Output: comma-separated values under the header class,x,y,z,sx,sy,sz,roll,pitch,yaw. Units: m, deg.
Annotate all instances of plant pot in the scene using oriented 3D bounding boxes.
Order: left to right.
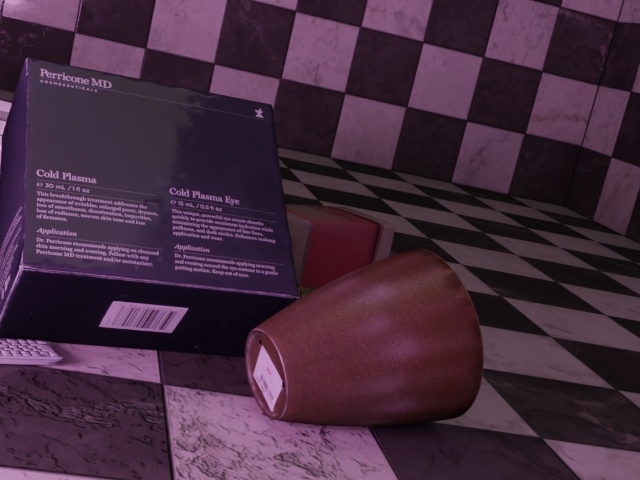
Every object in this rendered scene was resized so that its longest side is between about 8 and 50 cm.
class,x,y,z,sx,sy,sz,roll,pitch,yaw
plant pot,0.036,0.135,1.157,0.230,0.215,0.215,-11,22,-28

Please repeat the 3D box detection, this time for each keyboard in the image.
class,x,y,z,sx,sy,sz,roll,pitch,yaw
keyboard,-0.424,0.120,1.095,0.256,0.014,0.072,6,14,-32

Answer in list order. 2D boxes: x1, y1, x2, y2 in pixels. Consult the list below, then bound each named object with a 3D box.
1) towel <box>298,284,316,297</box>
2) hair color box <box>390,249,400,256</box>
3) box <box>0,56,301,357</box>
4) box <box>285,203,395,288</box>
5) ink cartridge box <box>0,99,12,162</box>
class,x,y,z,sx,sy,sz,roll,pitch,yaw
towel,-0.122,0.069,1.673,0.237,0.021,0.102,16,6,15
hair color box,0.143,0.053,1.982,0.072,0.043,0.141,12,12,-14
box,-0.229,-0.035,1.262,0.343,0.179,0.312,8,55,-25
box,0.004,0.009,1.821,0.148,0.127,0.232,22,15,42
ink cartridge box,-0.515,-0.120,1.620,0.273,0.198,0.115,13,47,0
